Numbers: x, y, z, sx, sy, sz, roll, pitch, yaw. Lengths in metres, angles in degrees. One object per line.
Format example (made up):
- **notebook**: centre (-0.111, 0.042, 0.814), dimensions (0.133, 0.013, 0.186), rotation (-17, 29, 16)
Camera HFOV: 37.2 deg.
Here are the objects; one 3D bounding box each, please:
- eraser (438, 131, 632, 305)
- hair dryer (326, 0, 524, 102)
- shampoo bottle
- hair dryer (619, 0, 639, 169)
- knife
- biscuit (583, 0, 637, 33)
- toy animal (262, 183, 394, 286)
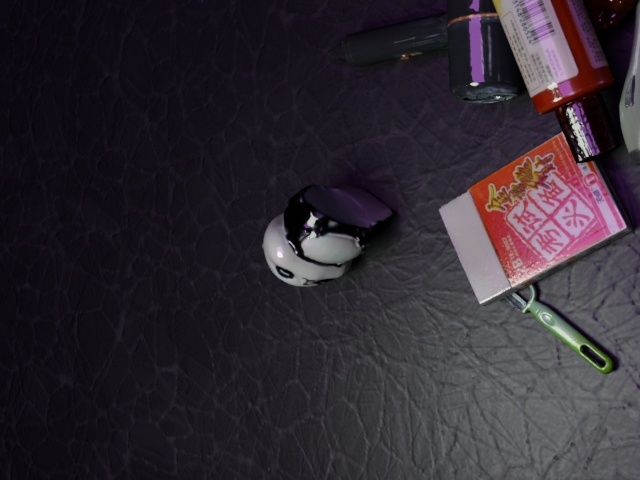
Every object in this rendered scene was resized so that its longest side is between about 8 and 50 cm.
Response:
- **eraser**: centre (0.286, -0.030, 1.296), dimensions (0.230, 0.038, 0.157), rotation (-32, 68, 28)
- **hair dryer**: centre (0.140, -0.280, 1.401), dimensions (0.352, 0.107, 0.189), rotation (-3, 89, 45)
- **shampoo bottle**: centre (0.304, -0.233, 1.210), dimensions (0.104, 0.104, 0.278), rotation (-22, 88, 35)
- **hair dryer**: centre (0.438, -0.226, 1.147), dimensions (0.225, 0.088, 0.219), rotation (-45, 45, 50)
- **knife**: centre (0.318, 0.101, 1.291), dimensions (0.212, 0.015, 0.054), rotation (44, 108, 31)
- **biscuit**: centre (0.339, -0.361, 1.229), dimensions (0.192, 0.049, 0.192), rotation (31, 130, 44)
- **toy animal**: centre (0.000, 0.000, 1.461), dimensions (0.179, 0.166, 0.138), rotation (-50, 33, 38)
